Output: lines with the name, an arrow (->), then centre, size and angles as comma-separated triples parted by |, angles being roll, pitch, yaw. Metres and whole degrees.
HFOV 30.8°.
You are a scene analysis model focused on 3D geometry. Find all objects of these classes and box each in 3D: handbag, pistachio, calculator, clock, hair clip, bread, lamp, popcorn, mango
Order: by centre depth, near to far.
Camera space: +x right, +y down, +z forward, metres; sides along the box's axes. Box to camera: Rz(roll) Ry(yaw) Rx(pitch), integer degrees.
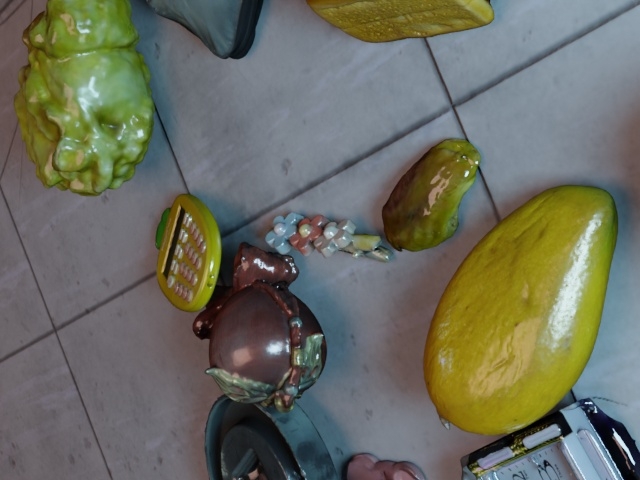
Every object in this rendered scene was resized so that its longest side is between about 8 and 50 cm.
mango -> 0.203, 0.076, 1.182 | 0.176, 0.119, 0.316 | 49, 122, 46
bread -> 0.084, -0.261, 1.205 | 0.200, 0.116, 0.077 | 0, 79, 47
clock -> 0.272, 0.304, 1.216 | 0.186, 0.083, 0.253 | -39, 74, 47
pistachio -> 0.117, -0.041, 1.287 | 0.089, 0.049, 0.173 | 55, 136, 17
handbag -> -0.130, -0.392, 1.407 | 0.192, 0.075, 0.332 | 39, 133, 28
hair clip -> -0.003, -0.004, 1.421 | 0.214, 0.062, 0.056 | 11, 153, 43
hair clip -> 0.091, 0.347, 1.465 | 0.123, 0.102, 0.138 | -9, 129, 50
lamp -> -0.073, 0.127, 1.492 | 0.215, 0.151, 0.223 | -43, 32, 44
clock -> -0.065, 0.332, 1.574 | 0.281, 0.055, 0.280 | 28, 125, 48
calculator -> -0.184, 0.015, 1.587 | 0.235, 0.032, 0.146 | 43, 119, 61
popcorn -> -0.341, -0.207, 1.628 | 0.225, 0.174, 0.286 | 13, 112, 52
